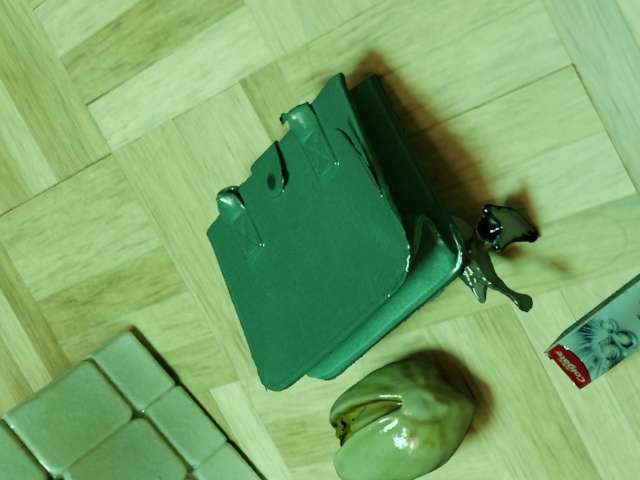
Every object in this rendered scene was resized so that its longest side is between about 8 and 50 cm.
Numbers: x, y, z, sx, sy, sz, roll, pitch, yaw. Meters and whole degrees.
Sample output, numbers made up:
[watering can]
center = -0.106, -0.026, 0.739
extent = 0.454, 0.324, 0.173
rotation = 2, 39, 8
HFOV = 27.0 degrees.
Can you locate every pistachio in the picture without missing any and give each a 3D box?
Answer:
[pistachio]
center = 0.084, 0.208, 1.486
extent = 0.206, 0.131, 0.130
rotation = -40, 41, 52

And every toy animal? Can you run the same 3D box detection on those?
[toy animal]
center = 0.135, 0.002, 1.342
extent = 0.202, 0.070, 0.105
rotation = 17, 105, 42

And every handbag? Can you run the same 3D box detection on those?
[handbag]
center = 0.000, 0.001, 1.413
extent = 0.326, 0.089, 0.238
rotation = -47, 63, 48

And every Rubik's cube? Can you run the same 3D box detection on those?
[Rubik's cube]
center = -0.313, 0.372, 1.786
extent = 0.316, 0.319, 0.322
rotation = 47, 138, 7

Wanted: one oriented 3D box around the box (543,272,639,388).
[box]
center = 0.299, 0.067, 1.256
extent = 0.055, 0.039, 0.218
rotation = 48, 137, 6
